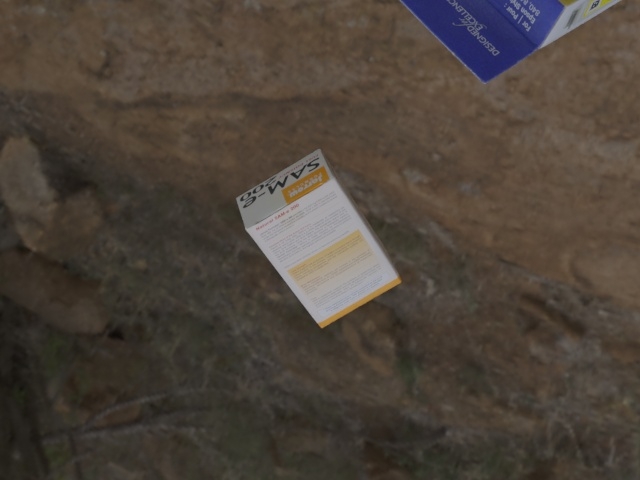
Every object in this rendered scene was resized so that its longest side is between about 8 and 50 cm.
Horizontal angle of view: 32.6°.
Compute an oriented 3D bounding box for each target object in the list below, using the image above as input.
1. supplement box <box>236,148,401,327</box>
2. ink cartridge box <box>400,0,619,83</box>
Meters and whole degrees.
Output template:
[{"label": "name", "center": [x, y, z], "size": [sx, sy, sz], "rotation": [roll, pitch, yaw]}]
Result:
[{"label": "supplement box", "center": [0.000, 0.000, 0.677], "size": [0.062, 0.036, 0.098], "rotation": [-30, 128, 6]}, {"label": "ink cartridge box", "center": [0.185, -0.340, 1.103], "size": [0.304, 0.307, 0.072], "rotation": [49, 154, 20]}]
